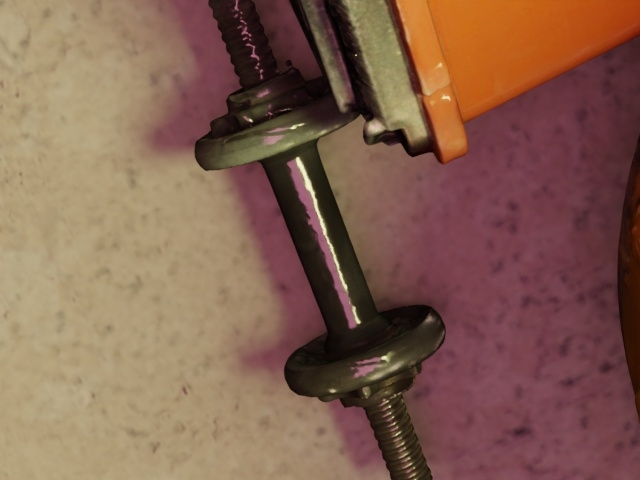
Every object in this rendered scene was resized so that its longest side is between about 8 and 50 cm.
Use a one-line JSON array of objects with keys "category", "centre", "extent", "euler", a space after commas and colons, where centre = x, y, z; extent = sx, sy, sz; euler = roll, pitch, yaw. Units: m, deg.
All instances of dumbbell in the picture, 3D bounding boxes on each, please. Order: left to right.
[{"category": "dumbbell", "centre": [0.000, 0.000, 0.736], "extent": [0.082, 0.081, 0.254], "euler": [-19, 100, 8]}]

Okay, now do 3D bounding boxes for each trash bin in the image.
[{"category": "trash bin", "centre": [0.089, -0.166, 0.640], "extent": [0.239, 0.161, 0.184], "euler": [-23, 131, 1]}]

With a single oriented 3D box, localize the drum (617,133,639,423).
[{"category": "drum", "centre": [0.341, 0.027, 0.585], "extent": [0.431, 0.214, 0.431], "euler": [-4, 114, -8]}]
